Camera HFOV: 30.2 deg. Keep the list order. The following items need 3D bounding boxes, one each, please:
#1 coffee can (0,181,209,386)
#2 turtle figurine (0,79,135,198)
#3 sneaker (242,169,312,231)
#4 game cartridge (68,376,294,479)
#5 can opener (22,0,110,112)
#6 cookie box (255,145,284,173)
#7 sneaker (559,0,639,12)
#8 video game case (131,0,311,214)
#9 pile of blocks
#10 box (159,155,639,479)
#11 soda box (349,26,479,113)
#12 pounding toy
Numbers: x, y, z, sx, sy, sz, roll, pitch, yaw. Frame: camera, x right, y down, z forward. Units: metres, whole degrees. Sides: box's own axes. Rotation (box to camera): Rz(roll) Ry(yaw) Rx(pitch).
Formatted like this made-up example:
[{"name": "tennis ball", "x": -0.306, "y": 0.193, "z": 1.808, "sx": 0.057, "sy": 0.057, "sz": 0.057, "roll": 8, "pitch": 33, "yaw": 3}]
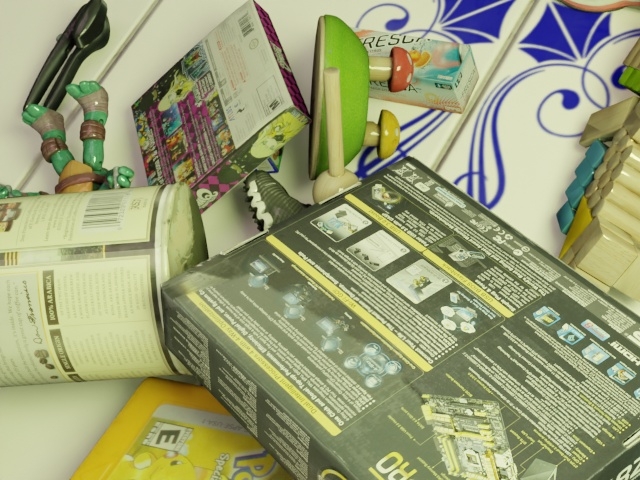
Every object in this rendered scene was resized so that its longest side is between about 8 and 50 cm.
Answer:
[{"name": "coffee can", "x": -0.267, "y": 0.050, "z": 1.229, "sx": 0.275, "sy": 0.201, "sz": 0.201, "roll": -4, "pitch": 57, "yaw": 6}, {"name": "turtle figurine", "x": -0.293, "y": -0.066, "z": 1.406, "sx": 0.175, "sy": 0.118, "sz": 0.234, "roll": -15, "pitch": 62, "yaw": 7}, {"name": "sneaker", "x": 0.000, "y": 0.000, "z": 1.290, "sx": 0.106, "sy": 0.078, "sz": 0.234, "roll": -30, "pitch": 57, "yaw": -6}, {"name": "game cartridge", "x": -0.098, "y": 0.256, "z": 1.088, "sx": 0.324, "sy": 0.052, "sz": 0.285, "roll": 4, "pitch": 42, "yaw": 31}, {"name": "can opener", "x": -0.339, "y": -0.240, "z": 1.574, "sx": 0.059, "sy": 0.073, "sz": 0.186, "roll": 26, "pitch": 79, "yaw": 22}, {"name": "cookie box", "x": -0.088, "y": -0.132, "z": 1.423, "sx": 0.092, "sy": 0.040, "sz": 0.107, "roll": -3, "pitch": 58, "yaw": 21}, {"name": "sneaker", "x": 0.366, "y": -0.324, "z": 1.329, "sx": 0.314, "sy": 0.136, "sz": 0.116, "roll": 27, "pitch": 70, "yaw": 31}, {"name": "video game case", "x": -0.123, "y": -0.149, "z": 1.383, "sx": 0.210, "sy": 0.042, "sz": 0.232, "roll": -39, "pitch": 41, "yaw": 16}, {"name": "pile of blocks", "x": 0.340, "y": -0.075, "z": 1.214, "sx": 0.113, "sy": 0.149, "sz": 0.362, "roll": 30, "pitch": 77, "yaw": -13}, {"name": "box", "x": 0.097, "y": 0.105, "z": 1.058, "sx": 0.318, "sy": 0.097, "sz": 0.395, "roll": -28, "pitch": 50, "yaw": -30}, {"name": "soda box", "x": 0.089, "y": -0.202, "z": 1.393, "sx": 0.183, "sy": 0.063, "sz": 0.058, "roll": 13, "pitch": 64, "yaw": 26}, {"name": "pounding toy", "x": 0.047, "y": -0.142, "z": 1.290, "sx": 0.110, "sy": 0.183, "sz": 0.237, "roll": 3, "pitch": 28, "yaw": -4}]
